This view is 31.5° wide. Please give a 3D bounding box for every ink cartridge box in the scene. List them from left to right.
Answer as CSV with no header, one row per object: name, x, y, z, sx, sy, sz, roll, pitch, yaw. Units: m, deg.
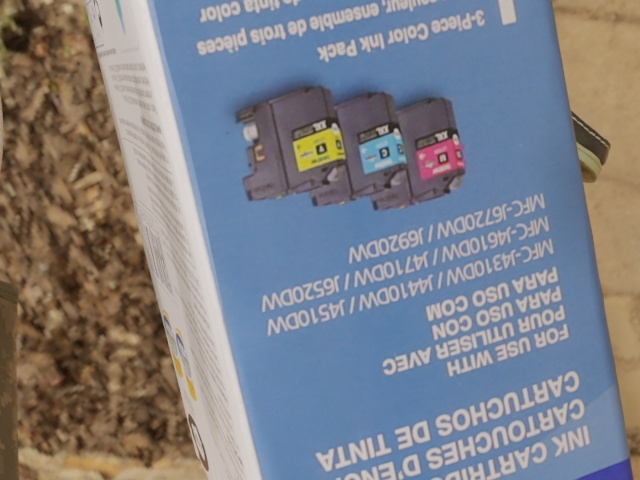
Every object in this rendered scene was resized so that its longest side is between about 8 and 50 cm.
ink cartridge box,0.000,0.000,0.507,0.270,0.151,0.395,-150,48,-74

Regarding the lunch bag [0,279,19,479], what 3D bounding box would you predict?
lunch bag,-0.357,0.149,0.758,0.287,0.169,0.235,-15,63,13

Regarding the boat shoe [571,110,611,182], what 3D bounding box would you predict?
boat shoe,0.117,-0.128,0.793,0.223,0.073,0.080,39,177,17

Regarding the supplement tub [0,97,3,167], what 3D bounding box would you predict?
supplement tub,-0.362,-0.049,0.606,0.338,0.207,0.207,-11,109,23
